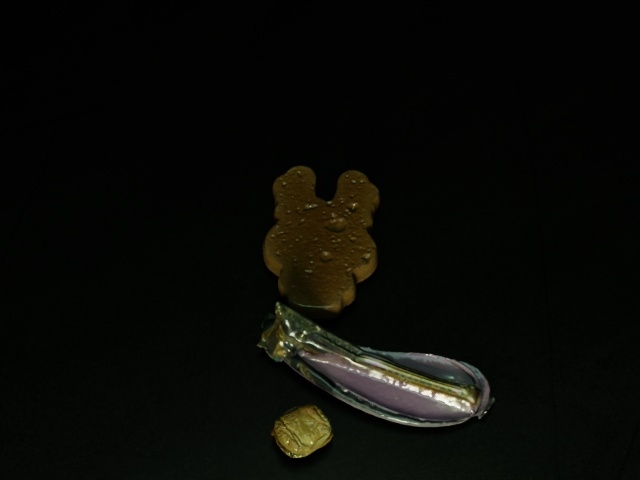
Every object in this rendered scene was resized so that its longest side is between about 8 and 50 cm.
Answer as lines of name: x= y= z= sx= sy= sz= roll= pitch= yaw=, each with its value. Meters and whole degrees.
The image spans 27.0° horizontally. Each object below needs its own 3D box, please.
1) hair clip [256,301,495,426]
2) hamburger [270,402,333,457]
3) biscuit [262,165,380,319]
hair clip: x=0.074 y=0.186 z=1.918 sx=0.358 sy=0.096 sz=0.110 roll=23 pitch=18 yaw=6
hamburger: x=-0.025 y=0.264 z=1.856 sx=0.083 sy=0.044 sz=0.076 roll=-26 pitch=58 yaw=-18
biscuit: x=0.000 y=0.002 z=2.074 sx=0.186 sy=0.044 sz=0.295 roll=5 pitch=49 yaw=7
